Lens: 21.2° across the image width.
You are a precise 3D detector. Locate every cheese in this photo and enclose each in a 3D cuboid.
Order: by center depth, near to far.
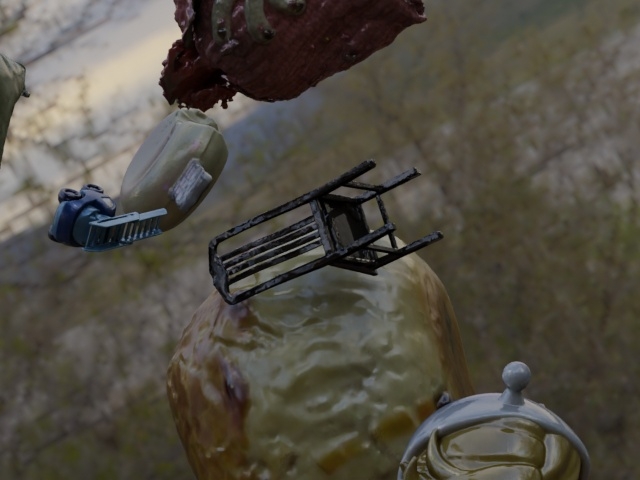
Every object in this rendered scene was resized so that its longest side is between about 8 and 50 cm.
[{"bbox_3d":[-0.165,-0.078,2.039,0.163,0.082,0.286,-56,17,-1],"label":"cheese"}]

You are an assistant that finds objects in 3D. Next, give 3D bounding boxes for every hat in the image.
[{"bbox_3d":[-0.060,-0.230,1.764,0.286,0.237,0.107,-38,19,24],"label":"hat"}]

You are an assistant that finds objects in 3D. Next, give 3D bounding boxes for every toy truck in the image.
[{"bbox_3d":[-0.231,-0.024,1.851,0.136,0.074,0.063,-20,-49,-59],"label":"toy truck"}]

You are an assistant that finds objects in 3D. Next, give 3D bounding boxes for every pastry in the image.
[{"bbox_3d":[0.003,0.175,1.838,0.313,0.388,0.388,-16,4,15],"label":"pastry"}]

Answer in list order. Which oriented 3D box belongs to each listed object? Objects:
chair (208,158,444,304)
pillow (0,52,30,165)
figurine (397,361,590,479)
[{"bbox_3d":[0.000,0.000,1.679,0.212,0.084,0.101,-27,-19,30],"label":"chair"},{"bbox_3d":[-0.410,-0.163,1.631,0.075,0.302,0.185,-22,46,40],"label":"pillow"},{"bbox_3d":[0.129,0.214,1.308,0.194,0.133,0.274,-5,-35,12],"label":"figurine"}]
